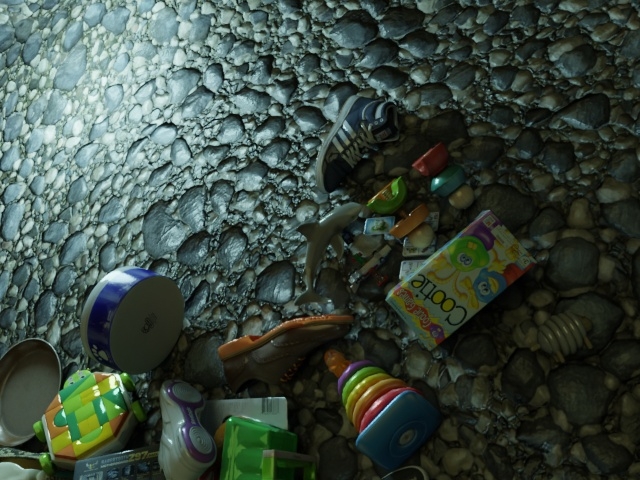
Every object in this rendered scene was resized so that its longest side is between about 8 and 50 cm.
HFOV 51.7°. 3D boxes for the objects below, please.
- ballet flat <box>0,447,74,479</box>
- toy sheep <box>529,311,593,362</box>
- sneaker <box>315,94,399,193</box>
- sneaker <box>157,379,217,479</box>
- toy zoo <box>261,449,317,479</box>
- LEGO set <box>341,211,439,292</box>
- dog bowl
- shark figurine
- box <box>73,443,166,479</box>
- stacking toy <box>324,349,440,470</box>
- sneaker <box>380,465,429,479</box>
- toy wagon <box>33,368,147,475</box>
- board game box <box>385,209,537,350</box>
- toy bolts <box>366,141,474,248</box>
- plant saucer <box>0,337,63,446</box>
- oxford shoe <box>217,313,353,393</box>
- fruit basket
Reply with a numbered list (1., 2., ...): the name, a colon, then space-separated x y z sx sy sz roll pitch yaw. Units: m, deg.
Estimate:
1. ballet flat: -0.855 0.633 1.767 0.483 0.182 0.164 -13 65 24
2. toy sheep: 0.472 0.188 1.292 0.132 0.091 0.091 -26 58 -4
3. sneaker: 0.099 -0.239 1.665 0.153 0.099 0.282 14 74 34
4. sneaker: -0.327 0.430 1.481 0.152 0.114 0.305 -56 28 13
5. toy zoo: -0.062 0.588 1.349 0.030 0.192 0.293 -11 66 25
6. LEGO set: 0.161 0.028 1.566 0.244 0.060 0.182 -4 56 25
7. dog bowl: -0.475 0.204 1.690 0.104 0.265 0.265 13 76 30
8. shark figurine: -0.018 0.018 1.603 0.166 0.116 0.278 24 91 55
9. box: -0.442 0.568 1.485 0.232 0.059 0.183 -12 44 0
10. stacking toy: 0.099 0.325 1.418 0.166 0.175 0.302 -45 41 -3
11. sneaker: 0.083 0.549 1.314 0.296 0.147 0.104 -39 55 7
12. toy wagon: -0.612 0.442 1.719 0.267 0.068 0.344 -29 40 -14
13. board game box: 0.287 0.080 1.374 0.275 0.142 0.144 -42 85 8
14. toy bolts: 0.237 -0.091 1.526 0.228 0.218 0.158 -41 92 -2
15. plant saucer: -0.859 0.443 1.930 0.310 0.050 0.311 -10 66 24
16. oxford shoe: -0.072 0.264 1.547 0.363 0.130 0.133 -23 73 27
17. fruit basket: -0.213 0.529 1.506 0.353 0.165 0.327 -16 61 40
